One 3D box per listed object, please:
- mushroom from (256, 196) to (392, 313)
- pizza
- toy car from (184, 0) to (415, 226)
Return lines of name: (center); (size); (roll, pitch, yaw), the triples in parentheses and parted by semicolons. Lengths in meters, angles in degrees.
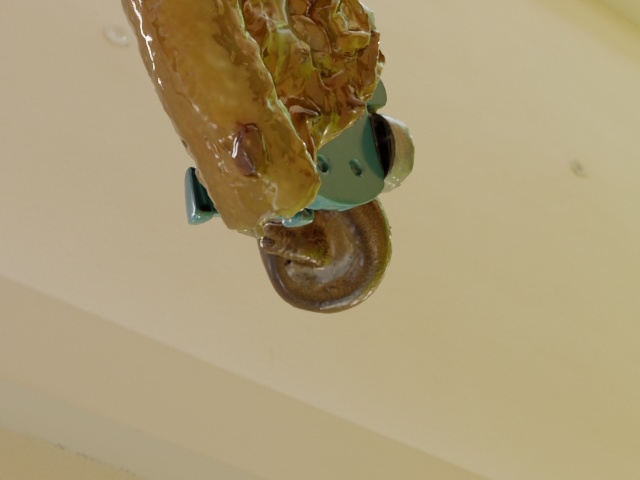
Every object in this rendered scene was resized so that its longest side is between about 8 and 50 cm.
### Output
mushroom: (-0.001, -0.002, 0.696); (0.109, 0.085, 0.126); (-6, -76, -16)
pizza: (-0.020, -0.088, 0.363); (0.161, 0.062, 0.182); (15, -122, -58)
toy car: (-0.029, -0.086, 0.489); (0.126, 0.098, 0.161); (-1, -106, -52)
